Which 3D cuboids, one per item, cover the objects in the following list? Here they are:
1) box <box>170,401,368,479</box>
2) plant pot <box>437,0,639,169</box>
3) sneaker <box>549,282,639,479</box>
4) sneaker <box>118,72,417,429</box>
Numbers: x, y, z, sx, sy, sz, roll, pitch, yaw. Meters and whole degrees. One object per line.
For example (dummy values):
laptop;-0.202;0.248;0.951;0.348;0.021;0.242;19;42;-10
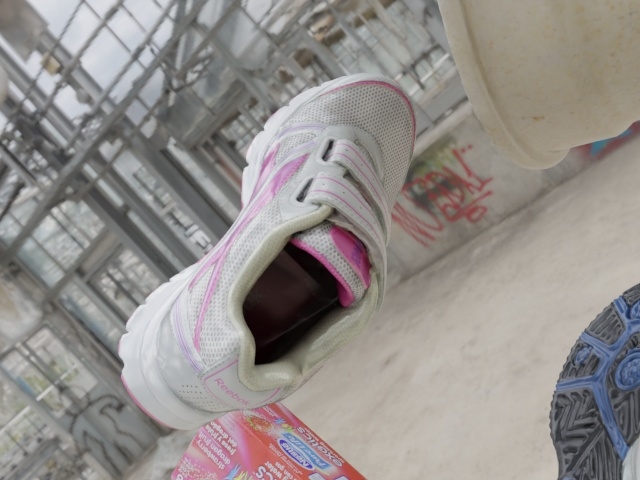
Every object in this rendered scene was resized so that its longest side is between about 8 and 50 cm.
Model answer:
box;-0.034;0.309;0.861;0.123;0.257;0.128;-58;-25;9
plant pot;0.267;-0.221;0.437;0.305;0.334;0.334;-2;30;35
sneaker;0.164;0.113;0.359;0.211;0.081;0.080;-67;13;-21
sneaker;0.000;0.000;0.414;0.111;0.103;0.252;-5;48;53
